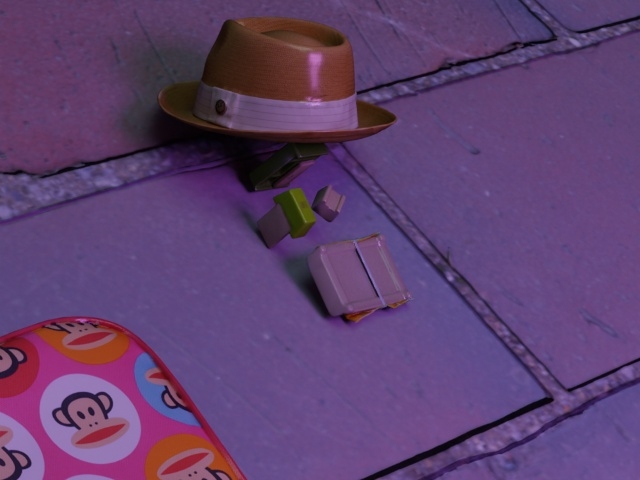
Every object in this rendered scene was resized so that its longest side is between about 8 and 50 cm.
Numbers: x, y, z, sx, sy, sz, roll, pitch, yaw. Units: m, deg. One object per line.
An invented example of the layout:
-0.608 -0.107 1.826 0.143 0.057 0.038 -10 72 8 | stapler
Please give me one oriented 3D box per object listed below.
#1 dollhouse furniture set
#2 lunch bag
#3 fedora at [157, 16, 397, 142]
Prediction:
0.000 0.000 1.456 0.076 0.058 0.151 -12 71 -44 | dollhouse furniture set
-0.172 0.188 1.095 0.293 0.120 0.258 -18 56 -39 | lunch bag
-0.032 -0.129 1.480 0.194 0.079 0.194 4 15 -1 | fedora
